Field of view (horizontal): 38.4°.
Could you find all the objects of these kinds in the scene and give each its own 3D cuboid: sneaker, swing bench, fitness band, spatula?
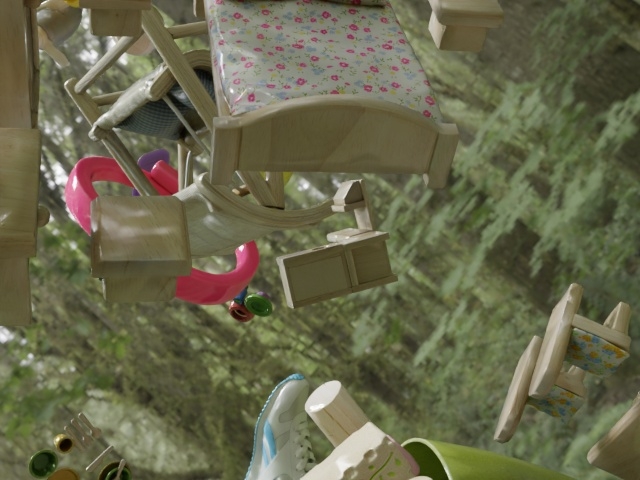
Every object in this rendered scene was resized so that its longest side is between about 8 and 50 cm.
[{"bbox_3d":[-0.044,0.300,1.288,0.087,0.092,0.229,-1,-75,-66],"label":"sneaker"},{"bbox_3d":[-0.133,-0.105,1.009,0.165,0.255,0.253,-19,1,-32],"label":"swing bench"},{"bbox_3d":[-0.220,-0.021,1.284,0.054,0.290,0.209,-55,-3,29],"label":"fitness band"},{"bbox_3d":[-0.327,-0.036,1.573,0.084,0.030,0.296,-31,-20,-54],"label":"spatula"}]

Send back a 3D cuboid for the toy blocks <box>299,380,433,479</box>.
[{"bbox_3d":[0.028,0.329,0.753,0.288,0.260,0.309,-39,18,-10],"label":"toy blocks"}]

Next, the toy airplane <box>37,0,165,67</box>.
[{"bbox_3d":[-0.313,-0.424,1.467,0.384,0.273,0.386,-20,1,-22],"label":"toy airplane"}]

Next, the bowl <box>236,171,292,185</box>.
[{"bbox_3d":[-0.126,-0.242,1.977,0.156,0.289,0.289,-31,-18,-12],"label":"bowl"}]

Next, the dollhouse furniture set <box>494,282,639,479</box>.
[{"bbox_3d":[0.411,0.215,1.004,0.394,0.362,0.257,103,-168,-54],"label":"dollhouse furniture set"}]

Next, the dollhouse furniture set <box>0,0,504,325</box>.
[{"bbox_3d":[-0.018,-0.121,0.489,0.355,0.303,0.174,-1,-47,-13],"label":"dollhouse furniture set"}]

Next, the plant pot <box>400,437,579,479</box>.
[{"bbox_3d":[0.262,0.413,1.258,0.293,0.275,0.275,5,-41,-18],"label":"plant pot"}]

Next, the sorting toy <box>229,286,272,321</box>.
[{"bbox_3d":[-0.120,0.104,1.591,0.102,0.061,0.042,-23,31,42],"label":"sorting toy"}]

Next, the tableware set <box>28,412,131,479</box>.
[{"bbox_3d":[-0.299,0.304,1.177,0.104,0.024,0.154,-42,-58,-23],"label":"tableware set"}]

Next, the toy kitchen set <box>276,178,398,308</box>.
[{"bbox_3d":[0.000,0.000,0.623,0.075,0.068,0.083,-14,6,-15],"label":"toy kitchen set"}]
